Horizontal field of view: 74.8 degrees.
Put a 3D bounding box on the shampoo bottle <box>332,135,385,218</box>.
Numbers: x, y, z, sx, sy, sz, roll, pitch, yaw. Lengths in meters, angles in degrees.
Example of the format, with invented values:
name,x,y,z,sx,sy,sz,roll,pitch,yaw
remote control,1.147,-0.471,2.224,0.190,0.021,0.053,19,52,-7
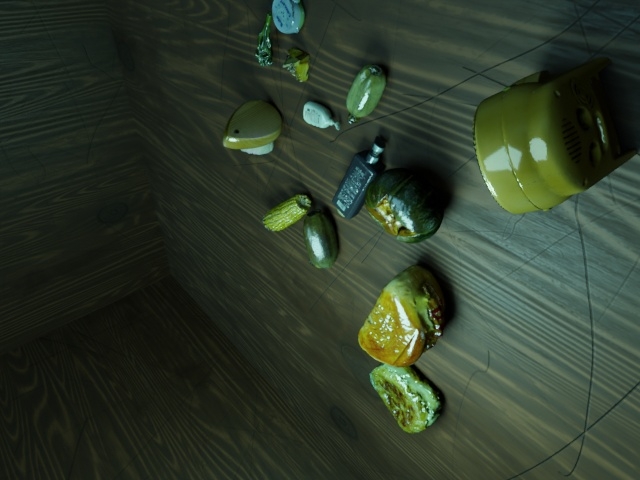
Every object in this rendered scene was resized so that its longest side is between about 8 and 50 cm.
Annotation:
name,x,y,z,sx,sy,sz,roll,pitch,yaw
shampoo bottle,0.130,-0.200,1.354,0.098,0.071,0.309,51,145,17

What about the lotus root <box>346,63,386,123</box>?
name,x,y,z,sx,sy,sz,roll,pitch,yaw
lotus root,0.126,-0.415,1.199,0.090,0.077,0.183,55,144,23

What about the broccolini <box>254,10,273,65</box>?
name,x,y,z,sx,sy,sz,roll,pitch,yaw
broccolini,-0.193,-0.683,1.413,0.068,0.091,0.202,10,151,-1

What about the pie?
name,x,y,z,sx,sy,sz,roll,pitch,yaw
pie,0.324,0.615,1.659,0.288,0.103,0.354,58,149,16

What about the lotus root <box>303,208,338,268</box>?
name,x,y,z,sx,sy,sz,roll,pitch,yaw
lotus root,0.000,0.000,1.625,0.123,0.124,0.240,38,145,56

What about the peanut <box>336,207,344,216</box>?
name,x,y,z,sx,sy,sz,roll,pitch,yaw
peanut,0.075,-0.124,1.520,0.037,0.037,0.083,9,127,50

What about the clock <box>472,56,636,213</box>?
name,x,y,z,sx,sy,sz,roll,pitch,yaw
clock,0.413,-0.186,0.769,0.200,0.317,0.244,-17,98,50

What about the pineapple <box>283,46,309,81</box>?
name,x,y,z,sx,sy,sz,roll,pitch,yaw
pineapple,-0.078,-0.570,1.352,0.077,0.114,0.114,-7,113,36

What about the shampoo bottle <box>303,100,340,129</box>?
name,x,y,z,sx,sy,sz,roll,pitch,yaw
shampoo bottle,0.008,-0.408,1.392,0.152,0.045,0.077,36,137,37

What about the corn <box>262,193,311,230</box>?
name,x,y,z,sx,sy,sz,roll,pitch,yaw
corn,-0.140,-0.113,1.753,0.318,0.115,0.115,-21,96,54

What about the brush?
name,x,y,z,sx,sy,sz,roll,pitch,yaw
brush,-0.276,-0.402,1.581,0.174,0.267,0.166,49,144,1

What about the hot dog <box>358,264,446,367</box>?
name,x,y,z,sx,sy,sz,roll,pitch,yaw
hot dog,0.284,0.278,1.390,0.223,0.185,0.405,46,144,25

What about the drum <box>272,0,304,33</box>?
name,x,y,z,sx,sy,sz,roll,pitch,yaw
drum,-0.064,-0.719,1.259,0.253,0.049,0.129,-9,106,55

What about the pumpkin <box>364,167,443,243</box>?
name,x,y,z,sx,sy,sz,roll,pitch,yaw
pumpkin,0.241,-0.103,1.196,0.238,0.159,0.238,37,159,17
